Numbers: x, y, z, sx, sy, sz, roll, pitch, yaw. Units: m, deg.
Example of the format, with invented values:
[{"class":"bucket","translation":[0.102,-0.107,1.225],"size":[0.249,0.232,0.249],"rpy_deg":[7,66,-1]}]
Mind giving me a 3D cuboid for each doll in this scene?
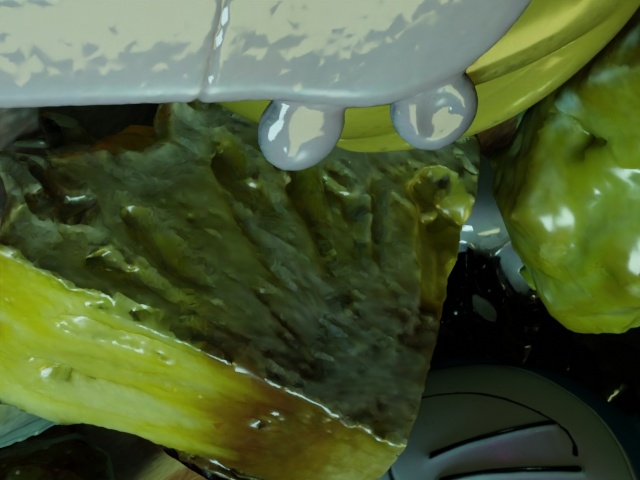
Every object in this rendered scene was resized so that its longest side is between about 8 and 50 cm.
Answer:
[{"class":"doll","translation":[0.052,0.136,0.745],"size":[0.284,0.310,0.240],"rpy_deg":[-27,144,0]}]

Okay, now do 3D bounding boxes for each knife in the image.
[{"class":"knife","translation":[-0.114,-0.068,0.399],"size":[0.398,0.038,0.132],"rpy_deg":[-6,127,-25]}]

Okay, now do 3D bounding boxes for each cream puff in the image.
[{"class":"cream puff","translation":[0.185,-0.072,0.658],"size":[0.282,0.185,0.282],"rpy_deg":[-157,-90,-82]}]

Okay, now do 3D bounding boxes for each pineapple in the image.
[{"class":"pineapple","translation":[-0.026,0.016,0.619],"size":[0.236,0.186,0.114],"rpy_deg":[-15,156,-18]}]

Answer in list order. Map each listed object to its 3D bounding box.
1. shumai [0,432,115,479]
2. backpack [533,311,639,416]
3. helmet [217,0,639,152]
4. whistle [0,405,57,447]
[{"class":"shumai","translation":[-0.110,0.191,0.892],"size":[0.261,0.225,0.222],"rpy_deg":[-48,142,-67]},{"class":"backpack","translation":[0.244,0.154,0.985],"size":[0.255,0.445,0.363],"rpy_deg":[-50,163,1]},{"class":"helmet","translation":[0.048,-0.115,0.543],"size":[0.257,0.140,0.205],"rpy_deg":[-37,159,11]},{"class":"whistle","translation":[-0.217,0.089,0.664],"size":[0.326,0.057,0.068],"rpy_deg":[-21,117,-37]}]
